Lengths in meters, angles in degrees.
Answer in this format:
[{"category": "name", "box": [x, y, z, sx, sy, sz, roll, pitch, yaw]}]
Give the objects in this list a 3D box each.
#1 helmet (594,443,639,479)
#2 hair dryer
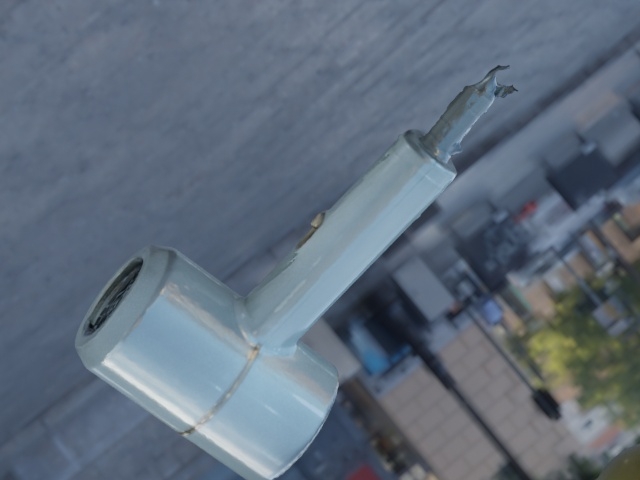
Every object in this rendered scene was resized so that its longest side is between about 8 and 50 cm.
[{"category": "helmet", "box": [0.355, 0.306, 1.607, 0.140, 0.205, 0.257, 2, 180, 4]}, {"category": "hair dryer", "box": [0.000, 0.000, 1.034, 0.357, 0.173, 0.107, -47, -160, 16]}]
